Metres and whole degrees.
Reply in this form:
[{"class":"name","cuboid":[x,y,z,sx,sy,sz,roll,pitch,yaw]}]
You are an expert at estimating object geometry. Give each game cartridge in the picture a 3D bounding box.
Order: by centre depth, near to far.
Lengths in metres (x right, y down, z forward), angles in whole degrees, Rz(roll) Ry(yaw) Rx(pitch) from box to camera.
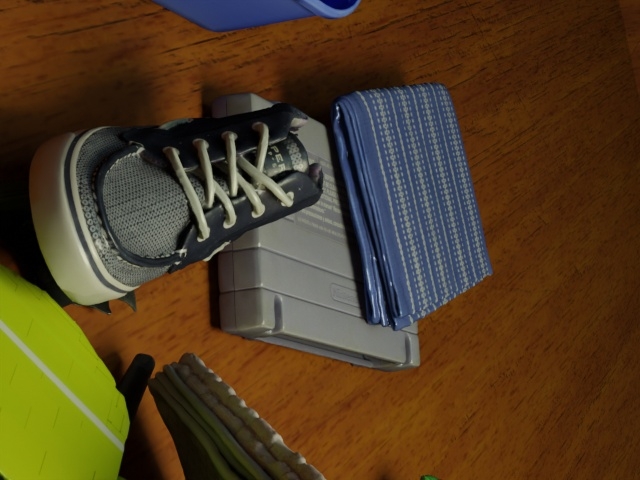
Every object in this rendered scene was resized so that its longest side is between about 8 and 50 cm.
[{"class":"game cartridge","cuboid":[0.000,0.000,1.531,0.355,0.068,0.230,22,58,-61]}]

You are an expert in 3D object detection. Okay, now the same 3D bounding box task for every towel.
[{"class":"towel","cuboid":[-0.028,0.274,1.112,0.332,0.053,0.317,32,-42,62]},{"class":"towel","cuboid":[0.100,-0.046,1.660,0.336,0.040,0.243,-19,97,-66]}]

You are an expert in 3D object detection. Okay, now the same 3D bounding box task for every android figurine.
[{"class":"android figurine","cuboid":[-0.203,0.114,0.993,0.248,0.056,0.273,49,17,-23]}]

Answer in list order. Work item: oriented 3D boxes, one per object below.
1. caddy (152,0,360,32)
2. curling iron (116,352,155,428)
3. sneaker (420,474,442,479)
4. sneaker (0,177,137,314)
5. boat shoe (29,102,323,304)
[{"class":"caddy","cuboid":[-0.062,-0.325,1.374,0.341,0.179,0.241,17,67,-62]},{"class":"curling iron","cuboid":[-0.166,0.194,1.137,0.068,0.035,0.274,26,44,-14]},{"class":"sneaker","cuboid":[0.057,0.343,1.490,0.146,0.134,0.343,46,32,11]},{"class":"sneaker","cuboid":[-0.195,0.008,1.131,0.170,0.051,0.089,12,66,-67]},{"class":"boat shoe","cuboid":[-0.094,-0.046,1.151,0.340,0.158,0.127,-55,127,-76]}]
